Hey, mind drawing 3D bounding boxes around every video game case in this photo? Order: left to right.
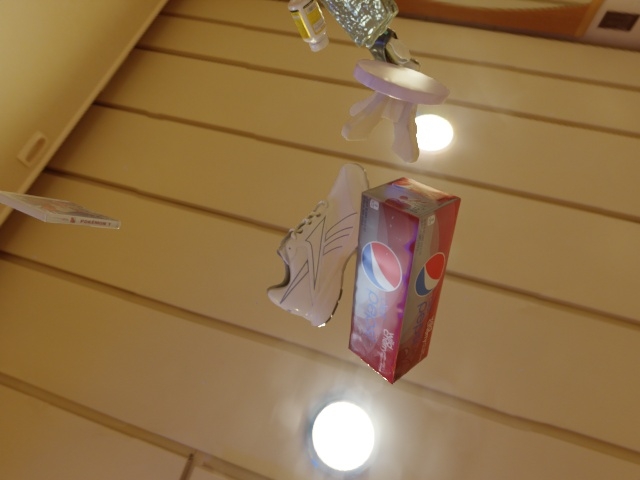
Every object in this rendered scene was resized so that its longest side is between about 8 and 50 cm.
[{"bbox_3d":[-0.607,-0.071,0.928,0.201,0.183,0.023,19,-86,21],"label":"video game case"}]

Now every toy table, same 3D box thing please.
[{"bbox_3d":[0.172,-0.321,0.974,0.274,0.161,0.252,-1,-138,-29],"label":"toy table"}]

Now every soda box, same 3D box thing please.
[{"bbox_3d":[0.103,0.058,0.534,0.083,0.263,0.092,-24,-141,-35],"label":"soda box"}]

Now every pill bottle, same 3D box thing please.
[{"bbox_3d":[-0.024,-0.511,0.943,0.065,0.116,0.065,-16,-132,18],"label":"pill bottle"}]

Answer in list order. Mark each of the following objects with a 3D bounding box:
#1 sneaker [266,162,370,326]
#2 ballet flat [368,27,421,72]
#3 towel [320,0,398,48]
[{"bbox_3d":[0.000,0.000,0.702,0.129,0.111,0.297,20,-90,-12],"label":"sneaker"},{"bbox_3d":[0.222,-0.503,1.145,0.096,0.280,0.095,30,-84,37],"label":"ballet flat"},{"bbox_3d":[0.053,-0.394,0.650,0.148,0.110,0.027,44,-113,-11],"label":"towel"}]
